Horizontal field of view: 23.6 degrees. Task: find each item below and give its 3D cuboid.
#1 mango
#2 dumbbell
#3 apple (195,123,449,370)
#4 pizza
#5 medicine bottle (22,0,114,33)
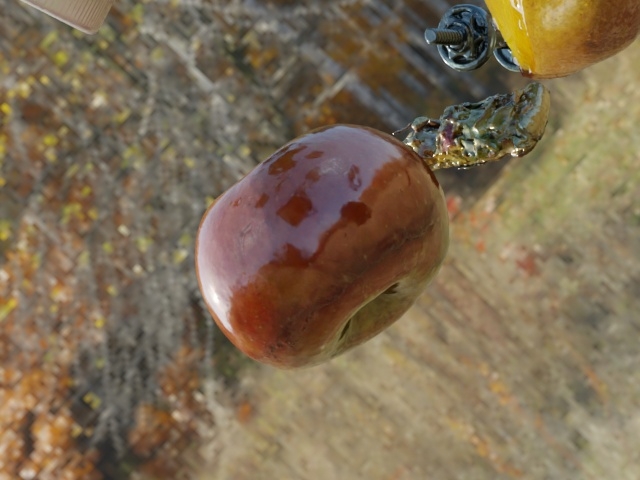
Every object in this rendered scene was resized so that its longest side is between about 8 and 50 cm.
[{"bbox_3d":[0.184,-0.252,1.163,0.138,0.187,0.257,-36,-20,-15],"label":"mango"},{"bbox_3d":[0.205,-0.238,1.803,0.254,0.082,0.081,-8,-31,-49],"label":"dumbbell"},{"bbox_3d":[0.000,0.000,1.573,0.272,0.206,0.251,-38,-15,-1],"label":"apple"},{"bbox_3d":[0.177,-0.138,1.835,0.226,0.069,0.147,-6,33,44],"label":"pizza"},{"bbox_3d":[-0.226,-0.316,1.146,0.241,0.252,0.252,-61,0,3],"label":"medicine bottle"}]
